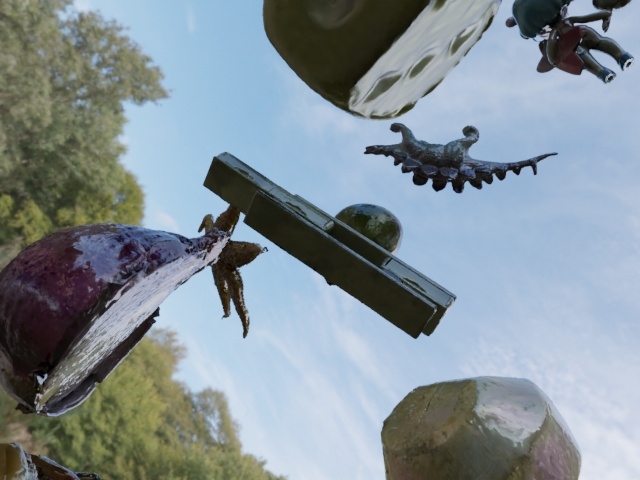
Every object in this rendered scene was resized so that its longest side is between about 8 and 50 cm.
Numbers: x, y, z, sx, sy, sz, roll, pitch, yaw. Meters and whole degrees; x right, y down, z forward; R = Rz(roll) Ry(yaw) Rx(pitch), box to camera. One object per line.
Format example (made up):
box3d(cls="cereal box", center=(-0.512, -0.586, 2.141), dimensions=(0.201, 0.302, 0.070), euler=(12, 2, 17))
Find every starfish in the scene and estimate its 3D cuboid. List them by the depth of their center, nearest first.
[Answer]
box3d(cls="starfish", center=(-0.194, 0.037, 1.236), dimensions=(0.299, 0.060, 0.302), euler=(66, -32, 22))

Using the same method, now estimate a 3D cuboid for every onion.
box3d(cls="onion", center=(-0.284, 0.053, 0.767), dimensions=(0.159, 0.348, 0.267), euler=(40, -45, 3))

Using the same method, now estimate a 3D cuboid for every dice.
box3d(cls="dice", center=(0.081, -0.321, 0.807), dimensions=(0.238, 0.233, 0.227), euler=(-47, -110, 29))

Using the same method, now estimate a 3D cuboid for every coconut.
box3d(cls="coconut", center=(0.197, 0.270, 0.703), dimensions=(0.197, 0.237, 0.237), euler=(-139, -148, -76))

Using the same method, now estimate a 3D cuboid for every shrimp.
box3d(cls="shrimp", center=(-0.549, 0.497, 1.240), dimensions=(0.287, 0.063, 0.152), euler=(-1, -57, 13))

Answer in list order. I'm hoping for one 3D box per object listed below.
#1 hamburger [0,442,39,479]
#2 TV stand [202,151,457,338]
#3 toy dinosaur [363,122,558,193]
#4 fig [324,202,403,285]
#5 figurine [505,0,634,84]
box3d(cls="hamburger", center=(-0.388, 0.300, 0.657), dimensions=(0.138, 0.147, 0.083), euler=(24, -35, 60))
box3d(cls="TV stand", center=(0.000, 0.000, 0.514), dimensions=(0.249, 0.042, 0.036), euler=(34, -60, 12))
box3d(cls="toy dinosaur", center=(0.149, -0.088, 0.647), dimensions=(0.209, 0.082, 0.039), euler=(4, -39, 14))
box3d(cls="fig", center=(0.062, 0.014, 0.967), dimensions=(0.123, 0.156, 0.123), euler=(20, -35, 14))
box3d(cls="figurine", center=(0.456, -0.388, 1.044), dimensions=(0.205, 0.103, 0.260), euler=(-47, -129, 23))
